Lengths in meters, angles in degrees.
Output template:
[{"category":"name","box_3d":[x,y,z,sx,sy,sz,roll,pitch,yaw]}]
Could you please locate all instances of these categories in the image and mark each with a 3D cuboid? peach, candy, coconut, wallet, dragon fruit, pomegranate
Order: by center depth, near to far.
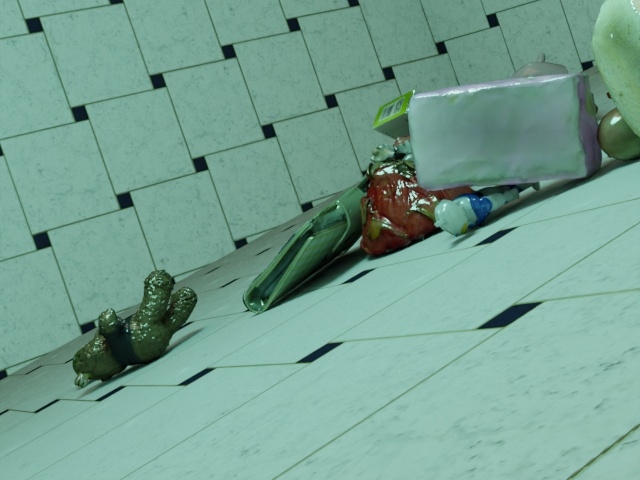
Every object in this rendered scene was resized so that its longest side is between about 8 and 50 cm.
[{"category":"coconut","box_3d":[0.486,-0.248,1.351,0.265,0.237,0.237,-25,5,6]},{"category":"peach","box_3d":[0.429,-0.152,1.527,0.083,0.083,0.083,-26,5,2]},{"category":"candy","box_3d":[0.275,-0.161,1.617,0.265,0.156,0.115,-3,7,27]},{"category":"dragon fruit","box_3d":[0.149,-0.082,1.868,0.218,0.148,0.223,-28,5,-27]},{"category":"wallet","box_3d":[0.000,0.000,1.969,0.223,0.077,0.309,-48,-6,32]},{"category":"pomegranate","box_3d":[-0.460,0.249,2.137,0.084,0.073,0.073,-53,11,-13]}]

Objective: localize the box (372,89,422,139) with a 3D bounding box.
[{"category":"box","box_3d":[0.266,-0.235,2.380,0.175,0.260,0.062,-15,54,67]}]

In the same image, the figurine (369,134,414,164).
[{"category":"figurine","box_3d":[0.205,-0.141,2.262,0.207,0.166,0.387,8,6,4]}]

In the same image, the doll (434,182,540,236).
[{"category":"doll","box_3d":[0.234,-0.049,1.642,0.114,0.057,0.227,-13,4,45]}]

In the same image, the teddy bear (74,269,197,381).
[{"category":"teddy bear","box_3d":[-0.336,0.171,1.994,0.251,0.182,0.129,-41,46,-3]}]

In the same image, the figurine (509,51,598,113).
[{"category":"figurine","box_3d":[0.473,-0.262,2.254,0.287,0.186,0.176,-73,-1,-60]}]

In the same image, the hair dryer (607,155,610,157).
[{"category":"hair dryer","box_3d":[0.495,-0.172,1.639,0.183,0.044,0.155,-30,3,1]}]

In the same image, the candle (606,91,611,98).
[{"category":"candle","box_3d":[0.626,-0.300,2.179,0.084,0.059,0.302,-35,3,15]}]
